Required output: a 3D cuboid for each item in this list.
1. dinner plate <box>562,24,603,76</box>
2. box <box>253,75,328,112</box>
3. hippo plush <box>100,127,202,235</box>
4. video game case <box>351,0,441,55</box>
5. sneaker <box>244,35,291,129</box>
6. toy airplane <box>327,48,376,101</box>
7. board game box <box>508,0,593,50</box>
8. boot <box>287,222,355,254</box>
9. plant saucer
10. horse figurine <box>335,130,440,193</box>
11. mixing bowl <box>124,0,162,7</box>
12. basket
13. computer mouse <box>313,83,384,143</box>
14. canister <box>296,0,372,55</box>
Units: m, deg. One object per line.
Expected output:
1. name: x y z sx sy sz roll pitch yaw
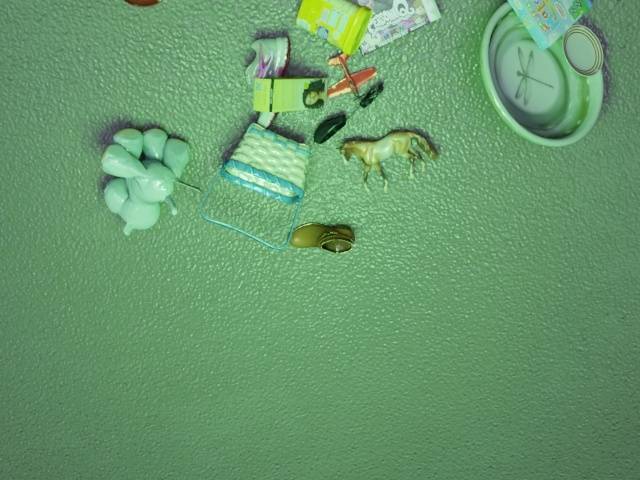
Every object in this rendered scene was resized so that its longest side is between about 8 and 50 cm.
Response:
1. dinner plate: 0.680 -0.493 1.784 0.141 0.017 0.141 4 82 -25
2. box: -0.074 -0.384 1.785 0.058 0.232 0.087 19 114 36
3. hippo plush: -0.472 -0.151 1.895 0.294 0.234 0.236 37 135 4
4. video game case: 0.171 -0.631 1.796 0.232 0.042 0.210 -24 105 8
5. sneaker: -0.151 -0.427 1.838 0.111 0.103 0.252 10 101 1
6. toy airplane: 0.076 -0.451 1.861 0.151 0.028 0.151 0 109 1
7. board game box: 0.588 -0.608 1.745 0.211 0.039 0.160 -43 102 -22
8. boot: 0.000 0.000 1.941 0.197 0.152 0.073 -10 108 3
9. plant saucer: 0.557 -0.428 1.781 0.400 0.100 0.401 4 81 -24
10. horse figurine: 0.194 -0.236 1.913 0.263 0.066 0.174 -20 113 9
11. mixing bowl: -0.469 -0.692 1.746 0.181 0.098 0.181 0 107 -1
12. basket: -0.158 -0.145 1.853 0.254 0.201 0.289 25 75 -7
13. computer mouse: 0.072 -0.352 1.876 0.242 0.071 0.041 -39 83 9
14. canister: 0.033 -0.575 1.767 0.170 0.073 0.126 31 124 9
